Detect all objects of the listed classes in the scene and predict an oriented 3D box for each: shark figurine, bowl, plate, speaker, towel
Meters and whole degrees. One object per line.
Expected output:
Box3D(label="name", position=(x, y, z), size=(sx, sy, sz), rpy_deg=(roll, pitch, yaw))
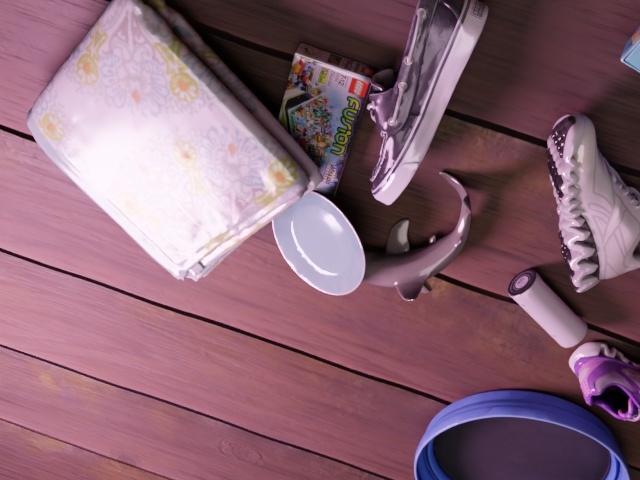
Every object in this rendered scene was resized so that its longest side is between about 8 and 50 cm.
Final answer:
Box3D(label="shark figurine", position=(0.156, 0.032, 1.159), size=(0.166, 0.116, 0.278), rpy_deg=(41, 129, -19))
Box3D(label="bowl", position=(0.373, 0.427, 1.436), size=(0.391, 0.077, 0.391), rpy_deg=(8, 130, 9))
Box3D(label="plate", position=(0.000, 0.000, 1.198), size=(0.188, 0.024, 0.188), rpy_deg=(25, 134, 30))
Box3D(label="speaker", position=(0.356, 0.108, 1.198), size=(0.136, 0.055, 0.055), rpy_deg=(42, 127, -18))
Box3D(label="towel", position=(-0.220, -0.138, 1.121), size=(0.374, 0.090, 0.320), rpy_deg=(46, 126, -13))

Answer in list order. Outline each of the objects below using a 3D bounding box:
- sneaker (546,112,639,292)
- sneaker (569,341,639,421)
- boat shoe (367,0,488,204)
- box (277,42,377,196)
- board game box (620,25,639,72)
Box3D(label="sneaker", position=(0.378, -0.056, 1.038), size=(0.118, 0.110, 0.292), rpy_deg=(-12, 132, 15))
Box3D(label="sneaker", position=(0.519, 0.252, 1.236), size=(0.236, 0.105, 0.095), rpy_deg=(17, 129, 0))
Box3D(label="boat shoe", position=(0.110, -0.184, 1.000), size=(0.102, 0.108, 0.301), rpy_deg=(20, 128, -3))
Box3D(label="box", position=(-0.003, -0.167, 1.091), size=(0.114, 0.036, 0.207), rpy_deg=(18, 130, 1))
Box3D(label="board game box", position=(0.550, -0.212, 0.824), size=(0.336, 0.079, 0.254), rpy_deg=(36, 131, 3))
